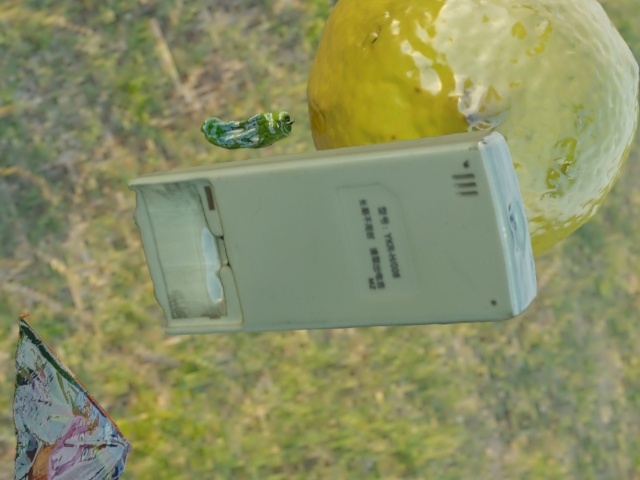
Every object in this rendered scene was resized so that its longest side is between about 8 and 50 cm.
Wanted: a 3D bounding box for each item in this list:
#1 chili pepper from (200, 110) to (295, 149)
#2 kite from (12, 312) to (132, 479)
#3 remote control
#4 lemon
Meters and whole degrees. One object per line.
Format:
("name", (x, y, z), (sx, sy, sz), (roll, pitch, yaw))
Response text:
("chili pepper", (-0.069, -0.106, 1.610), (0.034, 0.091, 0.030), (74, 12, -66))
("kite", (-0.164, 0.173, 1.067), (0.234, 0.016, 0.321), (-42, 141, -64))
("remote control", (0.000, 0.000, 1.104), (0.038, 0.285, 0.123), (-34, 113, -56))
("lemon", (0.141, -0.129, 1.566), (0.336, 0.336, 0.336), (38, 43, -47))
